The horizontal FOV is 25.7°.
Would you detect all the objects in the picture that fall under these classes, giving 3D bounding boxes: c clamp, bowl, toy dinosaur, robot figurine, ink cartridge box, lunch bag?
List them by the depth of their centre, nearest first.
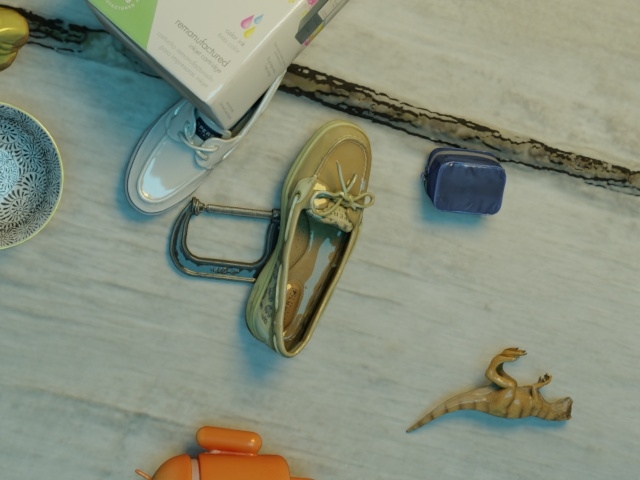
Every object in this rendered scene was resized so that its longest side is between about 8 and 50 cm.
[{"bbox_3d":[-0.067,-0.324,1.556,0.207,0.119,0.353,41,85,13],"label":"ink cartridge box"},{"bbox_3d":[-0.378,-0.077,1.603,0.170,0.080,0.170,-1,97,-9],"label":"bowl"},{"bbox_3d":[-0.112,0.315,1.667,0.219,0.128,0.158,2,118,-9],"label":"robot figurine"},{"bbox_3d":[-0.100,-0.016,1.682,0.160,0.022,0.137,1,102,-10],"label":"c clamp"},{"bbox_3d":[0.169,-0.073,1.689,0.098,0.065,0.067,7,112,-10],"label":"lunch bag"},{"bbox_3d":[0.218,0.192,1.730,0.211,0.064,0.112,2,98,-8],"label":"toy dinosaur"}]

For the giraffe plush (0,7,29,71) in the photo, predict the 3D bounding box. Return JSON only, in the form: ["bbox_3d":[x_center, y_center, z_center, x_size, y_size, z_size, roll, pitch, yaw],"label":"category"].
[{"bbox_3d":[-0.438,-0.272,1.525,0.181,0.210,0.170,-24,75,25],"label":"giraffe plush"}]

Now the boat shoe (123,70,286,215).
[{"bbox_3d":[-0.136,-0.135,1.627,0.095,0.084,0.258,37,91,-11],"label":"boat shoe"}]

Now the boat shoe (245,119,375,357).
[{"bbox_3d":[0.000,0.000,1.651,0.104,0.089,0.285,14,99,-26],"label":"boat shoe"}]
